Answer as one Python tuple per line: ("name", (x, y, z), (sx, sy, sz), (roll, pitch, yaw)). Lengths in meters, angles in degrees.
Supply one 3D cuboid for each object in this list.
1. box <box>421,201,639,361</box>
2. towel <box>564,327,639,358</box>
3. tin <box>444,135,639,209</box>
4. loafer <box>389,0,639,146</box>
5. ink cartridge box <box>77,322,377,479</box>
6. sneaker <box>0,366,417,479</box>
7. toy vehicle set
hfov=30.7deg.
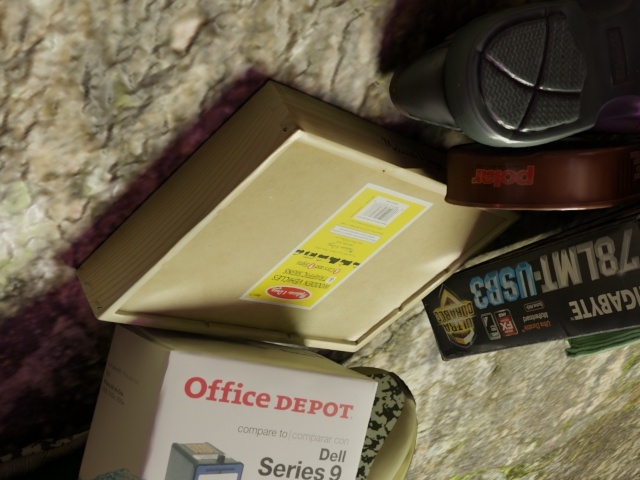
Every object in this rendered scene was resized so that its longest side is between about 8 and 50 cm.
("box", (0.257, -0.005, 0.806), (0.293, 0.073, 0.295), (-21, 177, -23))
("towel", (0.373, 0.013, 0.938), (0.325, 0.038, 0.248), (-19, 174, -21))
("tin", (0.147, -0.044, 0.711), (0.106, 0.040, 0.190), (-1, -173, 33))
("loafer", (0.160, -0.102, 0.675), (0.267, 0.096, 0.084), (-8, -173, -34))
("ink cartridge box", (-0.070, 0.169, 0.737), (0.154, 0.093, 0.212), (14, 89, -32))
("sneaker", (-0.099, 0.167, 0.824), (0.410, 0.158, 0.182), (-21, 139, -25))
("toy vehicle set", (0.000, 0.000, 0.726), (0.166, 0.035, 0.267), (-41, 151, 22))
